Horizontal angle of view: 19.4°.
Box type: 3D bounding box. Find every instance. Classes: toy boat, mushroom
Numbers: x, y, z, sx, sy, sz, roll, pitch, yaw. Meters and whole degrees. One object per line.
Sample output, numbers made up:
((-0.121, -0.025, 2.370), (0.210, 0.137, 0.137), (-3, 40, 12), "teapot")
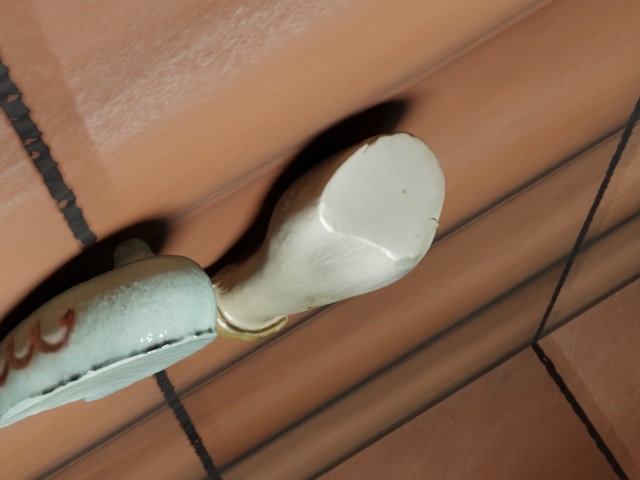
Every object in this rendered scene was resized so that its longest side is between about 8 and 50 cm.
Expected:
((-0.149, 0.059, 1.231), (0.134, 0.078, 0.208), (-11, 167, -39), "toy boat")
((0.000, 0.000, 1.314), (0.116, 0.093, 0.225), (-1, 160, -31), "mushroom")
